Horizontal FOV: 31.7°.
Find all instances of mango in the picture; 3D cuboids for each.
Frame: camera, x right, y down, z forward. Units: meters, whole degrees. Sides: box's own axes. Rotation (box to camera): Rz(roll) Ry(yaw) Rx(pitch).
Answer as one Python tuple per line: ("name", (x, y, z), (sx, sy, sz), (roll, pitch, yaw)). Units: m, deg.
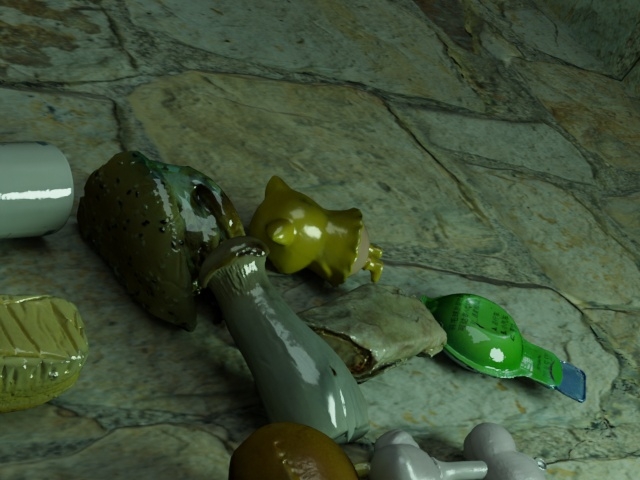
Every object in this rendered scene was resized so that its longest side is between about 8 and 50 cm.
("mango", (-0.025, 0.322, 1.343), (0.166, 0.136, 0.236), (-2, 43, -6))

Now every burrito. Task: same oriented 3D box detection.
("burrito", (0.057, 0.145, 1.731), (0.175, 0.107, 0.347), (28, 24, 34))

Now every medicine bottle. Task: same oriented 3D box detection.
("medicine bottle", (-0.472, -0.066, 1.547), (0.236, 0.139, 0.139), (-8, 49, -44))

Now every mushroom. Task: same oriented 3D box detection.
("mushroom", (-0.054, 0.148, 1.565), (0.329, 0.122, 0.159), (60, 8, 8))

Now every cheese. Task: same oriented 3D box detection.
("cheese", (0.307, 0.181, 1.915), (0.320, 0.083, 0.204), (28, 30, -1))

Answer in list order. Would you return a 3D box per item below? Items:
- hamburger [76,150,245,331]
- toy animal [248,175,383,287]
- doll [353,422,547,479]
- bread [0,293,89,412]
("hamburger", (-0.224, -0.017, 1.655), (0.167, 0.192, 0.288), (-20, 57, -40))
("toy animal", (-0.001, -0.003, 1.859), (0.229, 0.156, 0.156), (22, 33, -20))
("doll", (0.189, 0.331, 1.600), (0.365, 0.094, 0.160), (6, 37, -34))
("bread", (-0.397, 0.138, 1.354), (0.236, 0.106, 0.140), (1, 42, -40))
